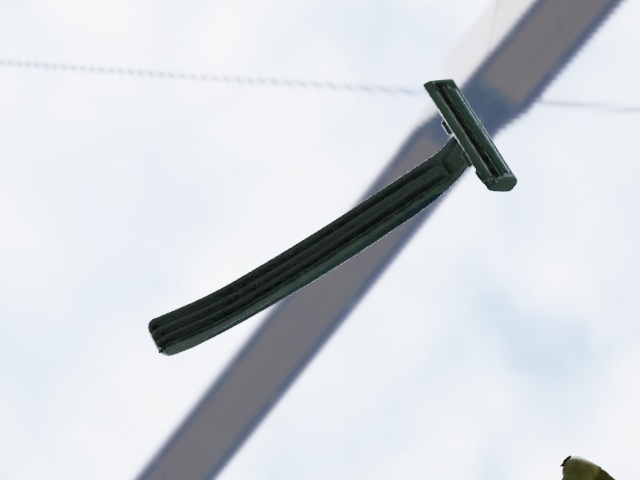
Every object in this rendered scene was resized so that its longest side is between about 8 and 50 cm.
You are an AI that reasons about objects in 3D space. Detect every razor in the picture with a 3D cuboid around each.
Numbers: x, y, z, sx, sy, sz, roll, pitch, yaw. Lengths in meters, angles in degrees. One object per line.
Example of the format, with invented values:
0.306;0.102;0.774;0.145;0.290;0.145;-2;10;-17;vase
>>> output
0.002;0.001;0.940;0.191;0.037;0.068;-34;-120;7;razor

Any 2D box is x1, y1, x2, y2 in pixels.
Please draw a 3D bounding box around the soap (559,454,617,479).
0.227;0.249;1.367;0.252;0.037;0.092;42;-100;-35;soap
